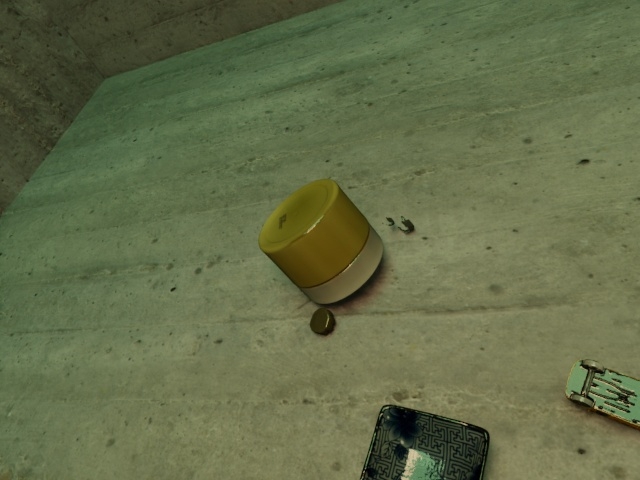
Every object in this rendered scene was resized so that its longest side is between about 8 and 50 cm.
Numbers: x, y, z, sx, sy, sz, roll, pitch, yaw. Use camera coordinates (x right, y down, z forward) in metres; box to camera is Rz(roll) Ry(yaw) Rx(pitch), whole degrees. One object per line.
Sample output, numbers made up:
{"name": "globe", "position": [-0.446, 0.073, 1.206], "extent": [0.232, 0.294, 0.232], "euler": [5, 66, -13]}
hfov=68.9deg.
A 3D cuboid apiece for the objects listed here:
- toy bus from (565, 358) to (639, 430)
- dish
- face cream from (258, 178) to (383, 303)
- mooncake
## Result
{"name": "toy bus", "position": [0.460, 0.242, 0.698], "extent": [0.162, 0.074, 0.069], "euler": [17, 69, 35]}
{"name": "dish", "position": [0.153, 0.397, 0.717], "extent": [0.182, 0.080, 0.243], "euler": [4, 52, 30]}
{"name": "face cream", "position": [0.000, 0.000, 1.029], "extent": [0.218, 0.179, 0.218], "euler": [-31, 29, 20]}
{"name": "mooncake", "position": [0.094, 0.063, 1.057], "extent": [0.347, 0.057, 0.150], "euler": [-37, 48, -6]}
